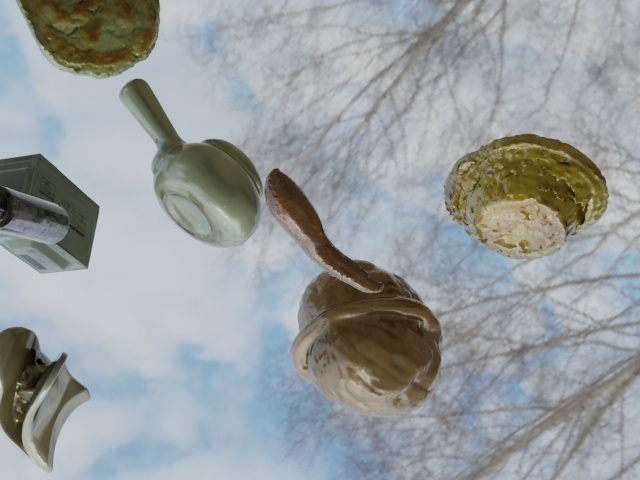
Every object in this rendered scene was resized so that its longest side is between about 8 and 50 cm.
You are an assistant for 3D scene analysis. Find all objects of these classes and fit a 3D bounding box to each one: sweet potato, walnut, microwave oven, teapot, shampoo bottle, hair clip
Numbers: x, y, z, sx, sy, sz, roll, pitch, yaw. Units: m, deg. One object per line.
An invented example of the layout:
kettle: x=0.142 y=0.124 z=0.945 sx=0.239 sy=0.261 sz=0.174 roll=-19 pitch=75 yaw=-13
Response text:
sweet potato: x=0.000 y=0.000 z=1.148 sx=0.214 sy=0.050 sz=0.050 roll=49 pitch=-146 yaw=-24
walnut: x=0.083 y=0.182 z=1.752 sx=0.285 sy=0.285 sz=0.296 roll=13 pitch=-132 yaw=-33
microwave oven: x=-0.528 y=-0.044 z=1.763 sx=0.208 sy=0.122 sz=0.162 roll=52 pitch=-142 yaw=-55
teapot: x=-0.220 y=-0.132 z=1.622 sx=0.149 sy=0.220 sz=0.318 roll=-51 pitch=-59 yaw=-31
shampoo bottle: x=-0.444 y=-0.038 z=1.376 sx=0.072 sy=0.072 sz=0.214 roll=53 pitch=-174 yaw=13
hair clip: x=-0.495 y=0.260 z=1.645 sx=0.113 sy=0.282 sz=0.173 roll=18 pitch=-128 yaw=5

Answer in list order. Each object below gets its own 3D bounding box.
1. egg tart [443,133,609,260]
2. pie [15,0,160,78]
egg tart: x=0.358 y=-0.058 z=1.658 sx=0.294 sy=0.294 sz=0.123 roll=29 pitch=-131 yaw=-17
pie: x=-0.296 y=-0.309 z=1.138 sx=0.201 sy=0.090 sz=0.248 roll=-18 pitch=-96 yaw=-47
